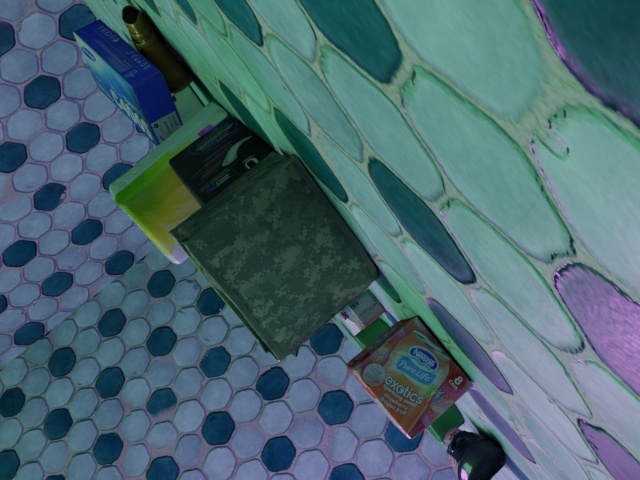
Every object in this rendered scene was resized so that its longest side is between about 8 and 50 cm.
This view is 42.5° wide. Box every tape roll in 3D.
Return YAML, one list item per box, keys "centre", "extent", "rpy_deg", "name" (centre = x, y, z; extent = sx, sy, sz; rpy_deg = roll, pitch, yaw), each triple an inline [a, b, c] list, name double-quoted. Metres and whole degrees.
- centre: [0.208, 0.331, 1.959]
  extent: [0.321, 0.077, 0.321]
  rpy_deg: [51, 175, 7]
  name: "tape roll"

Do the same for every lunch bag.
- centre: [-0.067, 0.031, 1.379]
  extent: [0.287, 0.235, 0.169]
  rpy_deg: [54, 169, -19]
  name: "lunch bag"

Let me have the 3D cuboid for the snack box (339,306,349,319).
- centre: [0.001, 0.068, 1.934]
  extent: [0.174, 0.070, 0.207]
  rpy_deg: [48, 175, 43]
  name: "snack box"

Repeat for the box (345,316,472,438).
- centre: [0.150, 0.241, 1.480]
  extent: [0.154, 0.142, 0.300]
  rpy_deg: [51, 175, 6]
  name: "box"

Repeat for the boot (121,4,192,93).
- centre: [-0.358, -0.410, 1.767]
  extent: [0.197, 0.073, 0.152]
  rpy_deg: [44, 167, 39]
  name: "boot"

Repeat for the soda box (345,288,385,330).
- centre: [0.096, 0.154, 1.802]
  extent: [0.063, 0.058, 0.183]
  rpy_deg: [51, 174, 6]
  name: "soda box"

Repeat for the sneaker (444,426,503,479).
- centre: [0.307, 0.451, 1.739]
  extent: [0.131, 0.112, 0.319]
  rpy_deg: [46, 172, 24]
  name: "sneaker"

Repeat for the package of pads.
- centre: [-0.271, -0.116, 1.768]
  extent: [0.101, 0.296, 0.229]
  rpy_deg: [43, 170, 46]
  name: "package of pads"

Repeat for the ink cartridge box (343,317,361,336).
- centre: [0.153, 0.262, 2.255]
  extent: [0.179, 0.045, 0.145]
  rpy_deg: [25, 160, 33]
  name: "ink cartridge box"

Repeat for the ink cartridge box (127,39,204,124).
- centre: [-0.393, -0.391, 2.047]
  extent: [0.160, 0.092, 0.219]
  rpy_deg: [44, 171, 50]
  name: "ink cartridge box"

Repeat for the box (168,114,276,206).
- centre: [-0.158, -0.108, 1.588]
  extent: [0.143, 0.165, 0.270]
  rpy_deg: [55, 174, -34]
  name: "box"

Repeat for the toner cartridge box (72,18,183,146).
- centre: [-0.431, -0.356, 1.843]
  extent: [0.348, 0.075, 0.165]
  rpy_deg: [42, 157, 42]
  name: "toner cartridge box"
